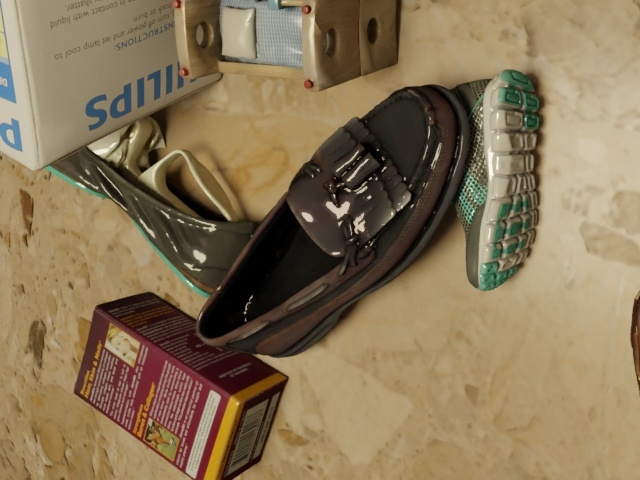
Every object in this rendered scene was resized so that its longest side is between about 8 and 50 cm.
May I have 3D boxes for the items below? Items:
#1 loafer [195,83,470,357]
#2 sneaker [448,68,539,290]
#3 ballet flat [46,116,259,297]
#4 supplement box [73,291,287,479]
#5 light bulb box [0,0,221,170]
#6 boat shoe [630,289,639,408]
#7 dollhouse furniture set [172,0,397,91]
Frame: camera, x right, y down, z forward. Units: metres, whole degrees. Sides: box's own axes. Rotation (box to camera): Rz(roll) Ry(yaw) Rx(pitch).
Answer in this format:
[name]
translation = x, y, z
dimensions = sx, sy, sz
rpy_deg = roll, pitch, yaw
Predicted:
[loafer]
translation = 0.000, 0.000, 0.643
dimensions = 0.302, 0.095, 0.109
rpy_deg = -52, 54, 35
[sneaker]
translation = 0.122, -0.046, 0.620
dimensions = 0.076, 0.065, 0.166
rpy_deg = 10, 100, 47
[ballet flat]
translation = -0.169, -0.061, 0.775
dimensions = 0.280, 0.095, 0.096
rpy_deg = 37, 105, 10
[supplement box]
translation = -0.140, 0.141, 0.785
dimensions = 0.188, 0.081, 0.104
rpy_deg = 28, 111, 25
[light bulb box]
translation = -0.279, -0.311, 0.656
dimensions = 0.358, 0.225, 0.361
rpy_deg = 27, 132, 25
[boat shoe]
translation = 0.255, 0.128, 0.550
dimensions = 0.073, 0.073, 0.206
rpy_deg = -17, 90, 31
[dollhouse furniture set]
translation = -0.028, -0.220, 0.613
dimensions = 0.129, 0.129, 0.183
rpy_deg = 11, 115, 29
